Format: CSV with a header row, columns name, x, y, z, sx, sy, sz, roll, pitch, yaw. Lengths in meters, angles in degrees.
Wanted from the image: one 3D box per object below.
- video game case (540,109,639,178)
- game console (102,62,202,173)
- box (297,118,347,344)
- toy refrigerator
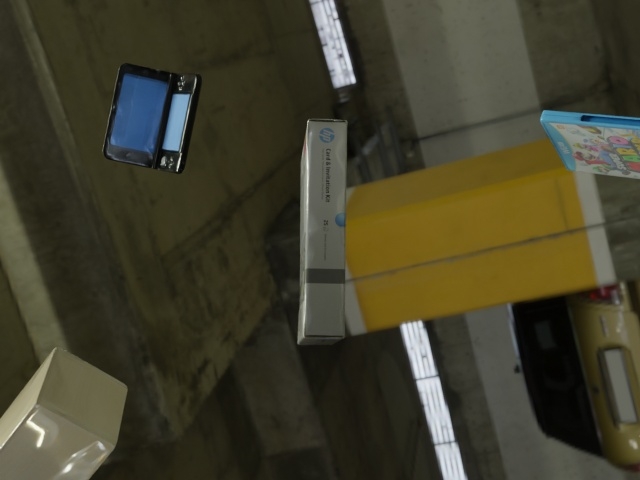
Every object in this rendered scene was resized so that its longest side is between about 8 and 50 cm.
name,x,y,z,sx,sy,sz,roll,pitch,yaw
video game case,0.328,-0.096,0.892,0.119,0.166,0.015,38,-111,-52
game console,-0.204,-0.149,1.021,0.071,0.107,0.122,10,-87,-33
box,0.000,0.000,0.772,0.145,0.038,0.186,110,160,-79
toy refrigerator,-0.301,0.246,0.831,0.094,0.269,0.102,34,-165,-18
